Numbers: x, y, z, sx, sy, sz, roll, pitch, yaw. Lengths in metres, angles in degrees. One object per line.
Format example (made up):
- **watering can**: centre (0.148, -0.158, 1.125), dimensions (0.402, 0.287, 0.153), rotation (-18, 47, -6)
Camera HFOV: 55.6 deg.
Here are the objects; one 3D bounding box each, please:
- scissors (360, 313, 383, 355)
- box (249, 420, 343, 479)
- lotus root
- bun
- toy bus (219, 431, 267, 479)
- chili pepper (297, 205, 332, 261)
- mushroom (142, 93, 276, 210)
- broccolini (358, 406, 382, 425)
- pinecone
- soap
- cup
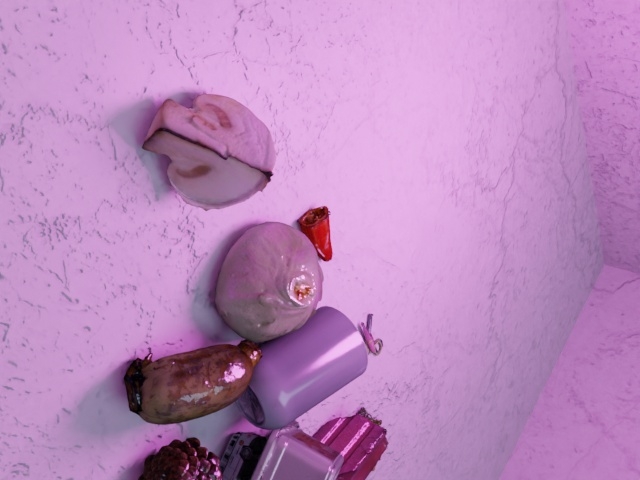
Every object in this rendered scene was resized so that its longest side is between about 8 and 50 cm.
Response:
- **scissors**: centre (0.153, 0.314, 1.904), dimensions (0.133, 0.020, 0.187), rotation (-39, 134, -38)
- **box**: centre (-0.050, 0.587, 1.561), dimensions (0.312, 0.182, 0.175), rotation (65, 49, -75)
- **lotus root**: centre (-0.254, 0.294, 1.285), dimensions (0.309, 0.173, 0.173), rotation (-12, 114, -34)
- **bun**: centre (-0.089, 0.106, 1.401), dimensions (0.293, 0.187, 0.293), rotation (-25, 124, -45)
- **toy bus**: centre (-0.210, 0.572, 1.528), dimensions (0.087, 0.089, 0.194), rotation (32, 80, -59)
- **chili pepper**: centre (0.002, -0.003, 1.566), dimensions (0.088, 0.065, 0.169), rotation (-32, 135, -17)
- **mushroom**: centre (-0.219, -0.177, 1.194), dimensions (0.236, 0.173, 0.162), rotation (24, 131, -16)
- **broccolini**: centre (0.174, 0.605, 2.027), dimensions (0.054, 0.052, 0.194), rotation (-58, 140, -9)
- **pinecone**: centre (-0.299, 0.542, 1.341), dimensions (0.184, 0.179, 0.204), rotation (-28, 144, 9)
- **soap**: centre (0.053, 0.647, 1.803), dimensions (0.289, 0.182, 0.112), rotation (-39, 131, -39)
- **cup**: centre (-0.058, 0.316, 1.501), dimensions (0.312, 0.205, 0.206), rotation (-26, 124, -35)
